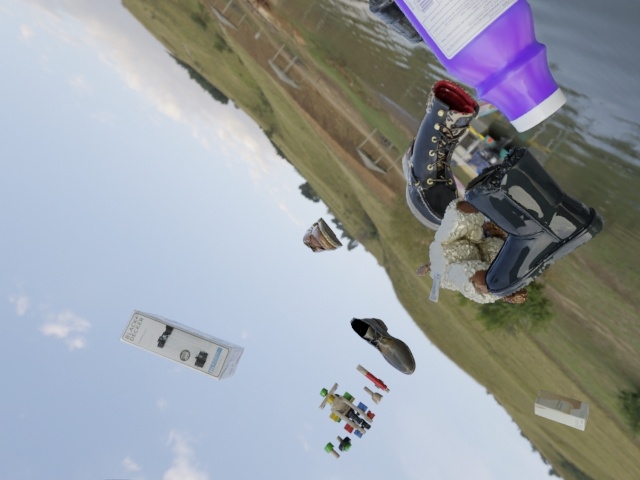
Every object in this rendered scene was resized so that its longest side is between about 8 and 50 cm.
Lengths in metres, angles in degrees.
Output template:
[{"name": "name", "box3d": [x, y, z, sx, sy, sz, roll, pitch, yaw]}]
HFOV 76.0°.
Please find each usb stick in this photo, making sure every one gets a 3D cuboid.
[{"name": "usb stick", "box3d": [0.207, -0.554, 1.017, 0.278, 0.077, 0.045, -12, -96, -56]}]

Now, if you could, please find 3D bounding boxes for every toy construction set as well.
[{"name": "toy construction set", "box3d": [0.102, 0.624, 1.616, 0.237, 0.309, 0.257, 33, -170, 30]}]

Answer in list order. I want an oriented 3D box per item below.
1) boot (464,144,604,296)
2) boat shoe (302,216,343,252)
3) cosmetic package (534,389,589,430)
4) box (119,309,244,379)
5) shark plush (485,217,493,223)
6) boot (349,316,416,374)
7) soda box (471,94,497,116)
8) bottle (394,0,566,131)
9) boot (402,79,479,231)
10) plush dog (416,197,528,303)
[{"name": "boot", "box3d": [0.341, -0.029, 0.755, 0.207, 0.246, 0.094, 37, -142, -4]}, {"name": "boat shoe", "box3d": [0.000, 0.000, 1.409, 0.111, 0.104, 0.307, 51, -176, -6]}, {"name": "cosmetic package", "box3d": [0.629, 0.440, 1.070, 0.060, 0.115, 0.041, -36, -59, -41]}, {"name": "box", "box3d": [-0.373, 0.287, 1.133, 0.290, 0.087, 0.169, 19, 167, 8]}, {"name": "shark plush", "box3d": [0.547, -0.089, 1.361, 0.161, 0.067, 0.073, 34, -132, -15]}, {"name": "boot", "box3d": [0.167, 0.290, 1.142, 0.106, 0.082, 0.219, 19, -165, -35]}, {"name": "soda box", "box3d": [0.567, -0.492, 1.523, 0.063, 0.183, 0.058, 70, -179, -62]}, {"name": "bottle", "box3d": [0.203, -0.272, 0.526, 0.283, 0.118, 0.092, 50, -153, -4]}, {"name": "boot", "box3d": [0.339, -0.237, 1.140, 0.138, 0.284, 0.377, 5, -132, -6]}, {"name": "plush dog", "box3d": [0.383, 0.055, 0.998, 0.225, 0.210, 0.262, 8, -121, -19]}]
